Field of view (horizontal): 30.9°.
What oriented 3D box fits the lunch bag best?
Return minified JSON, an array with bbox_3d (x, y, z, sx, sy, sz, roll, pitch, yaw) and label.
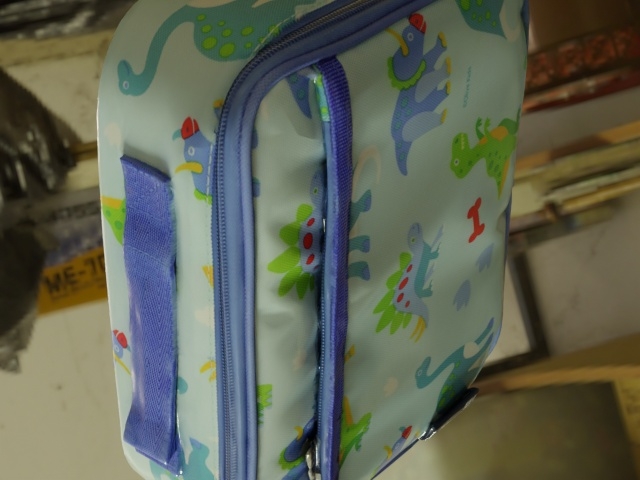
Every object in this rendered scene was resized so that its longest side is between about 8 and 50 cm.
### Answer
[{"bbox_3d":[0.000,0.000,0.443,0.090,0.219,0.176,26,-142,33],"label":"lunch bag"}]
